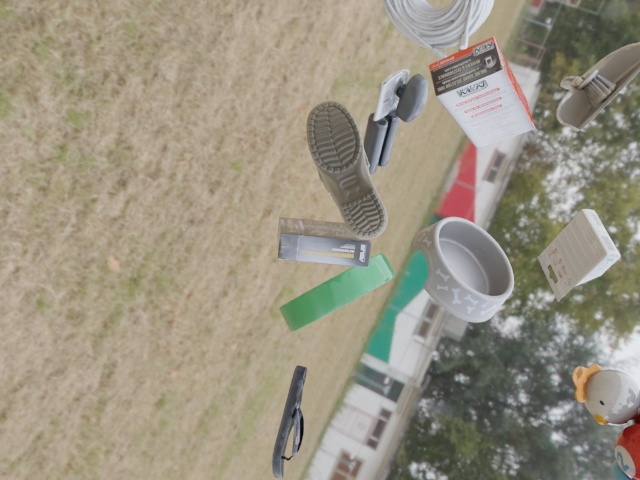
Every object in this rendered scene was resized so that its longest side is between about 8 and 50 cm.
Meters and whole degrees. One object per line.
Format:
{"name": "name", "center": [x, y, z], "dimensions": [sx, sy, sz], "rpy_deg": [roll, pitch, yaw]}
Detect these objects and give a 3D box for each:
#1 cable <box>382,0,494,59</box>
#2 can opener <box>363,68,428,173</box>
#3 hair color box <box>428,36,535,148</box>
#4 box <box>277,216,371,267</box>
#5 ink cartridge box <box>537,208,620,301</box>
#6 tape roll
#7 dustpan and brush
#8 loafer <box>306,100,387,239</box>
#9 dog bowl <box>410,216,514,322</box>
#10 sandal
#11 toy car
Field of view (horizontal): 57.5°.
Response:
{"name": "cable", "center": [0.257, -0.553, 1.271], "dimensions": [0.089, 0.257, 0.257], "rpy_deg": [-36, 157, -45]}
{"name": "can opener", "center": [0.139, -0.233, 1.198], "dimensions": [0.074, 0.093, 0.280], "rpy_deg": [-32, 159, -24]}
{"name": "hair color box", "center": [0.178, -0.154, 0.631], "dimensions": [0.141, 0.072, 0.043], "rpy_deg": [26, 52, -56]}
{"name": "box", "center": [0.000, 0.000, 1.247], "dimensions": [0.231, 0.183, 0.056], "rpy_deg": [-117, -148, -79]}
{"name": "ink cartridge box", "center": [0.746, 0.047, 1.699], "dimensions": [0.224, 0.056, 0.181], "rpy_deg": [114, -22, -43]}
{"name": "tape roll", "center": [0.045, 0.138, 1.569], "dimensions": [0.321, 0.077, 0.321], "rpy_deg": [-29, 175, -3]}
{"name": "dustpan and brush", "center": [0.409, -0.237, 0.896], "dimensions": [0.147, 0.060, 0.211], "rpy_deg": [-49, 176, 15]}
{"name": "loafer", "center": [0.043, -0.123, 1.070], "dimensions": [0.092, 0.102, 0.268], "rpy_deg": [93, -20, -81]}
{"name": "dog bowl", "center": [0.449, 0.076, 1.809], "dimensions": [0.102, 0.349, 0.348], "rpy_deg": [-50, -177, 43]}
{"name": "sandal", "center": [-0.061, 0.416, 1.328], "dimensions": [0.097, 0.055, 0.254], "rpy_deg": [66, 38, -80]}
{"name": "toy car", "center": [0.619, 0.357, 1.198], "dimensions": [0.210, 0.238, 0.219], "rpy_deg": [-48, 157, -26]}
